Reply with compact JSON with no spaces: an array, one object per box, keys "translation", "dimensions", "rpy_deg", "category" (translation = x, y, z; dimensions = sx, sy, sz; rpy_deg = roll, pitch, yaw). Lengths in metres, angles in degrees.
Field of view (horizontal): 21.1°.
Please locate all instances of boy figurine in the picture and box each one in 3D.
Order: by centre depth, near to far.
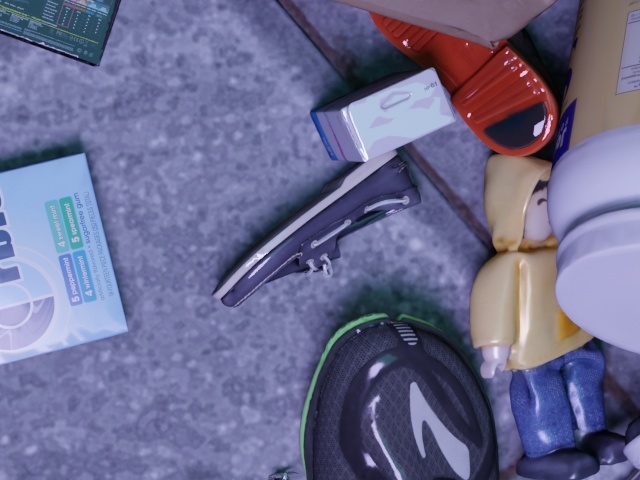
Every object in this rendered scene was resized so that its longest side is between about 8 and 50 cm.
[{"translation":[0.206,0.059,1.508],"dimensions":[0.177,0.092,0.285],"rpy_deg":[-12,96,-34],"category":"boy figurine"}]

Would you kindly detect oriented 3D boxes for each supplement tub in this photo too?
[{"translation":[0.315,-0.091,1.406],"dimensions":[0.241,0.241,0.331],"rpy_deg":[20,63,-13],"category":"supplement tub"}]

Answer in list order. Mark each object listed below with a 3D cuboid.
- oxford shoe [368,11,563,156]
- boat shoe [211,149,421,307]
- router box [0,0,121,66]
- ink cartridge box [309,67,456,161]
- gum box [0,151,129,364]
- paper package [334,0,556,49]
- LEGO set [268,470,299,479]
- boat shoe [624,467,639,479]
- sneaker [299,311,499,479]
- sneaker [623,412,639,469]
[{"translation":[0.117,-0.190,1.497],"dimensions":[0.097,0.098,0.271],"rpy_deg":[-35,85,23],"category":"oxford shoe"},{"translation":[0.000,0.000,1.476],"dimensions":[0.206,0.075,0.065],"rpy_deg":[-39,97,-13],"category":"boat shoe"},{"translation":[-0.228,-0.208,1.434],"dimensions":[0.122,0.038,0.092],"rpy_deg":[19,89,-13],"category":"router box"},{"translation":[0.051,-0.106,1.457],"dimensions":[0.088,0.122,0.052],"rpy_deg":[-25,97,-10],"category":"ink cartridge box"},{"translation":[-0.268,0.023,1.434],"dimensions":[0.184,0.041,0.157],"rpy_deg":[-14,96,-11],"category":"gum box"},{"translation":[0.053,-0.357,1.369],"dimensions":[0.309,0.168,0.325],"rpy_deg":[14,68,-14],"category":"paper package"},{"translation":[-0.046,0.233,1.506],"dimensions":[0.083,0.023,0.054],"rpy_deg":[-35,97,5],"category":"LEGO set"},{"translation":[0.310,0.275,1.513],"dimensions":[0.127,0.158,0.340],"rpy_deg":[38,84,-11],"category":"boat shoe"},{"translation":[0.090,0.298,1.444],"dimensions":[0.185,0.202,0.483],"rpy_deg":[-6,94,-13],"category":"sneaker"},{"translation":[0.321,0.077,1.512],"dimensions":[0.153,0.101,0.268],"rpy_deg":[45,62,10],"category":"sneaker"}]
